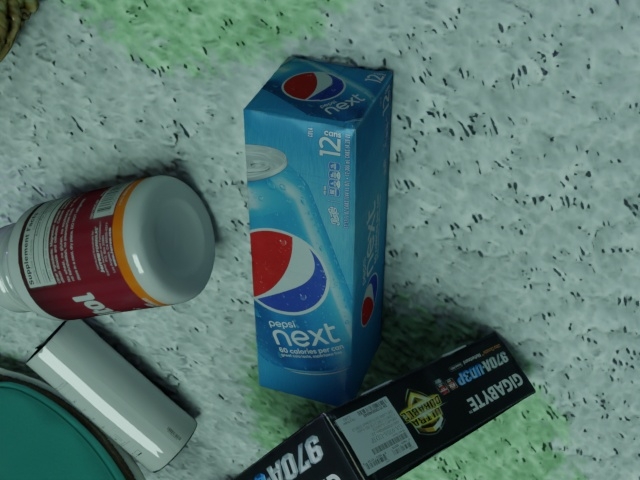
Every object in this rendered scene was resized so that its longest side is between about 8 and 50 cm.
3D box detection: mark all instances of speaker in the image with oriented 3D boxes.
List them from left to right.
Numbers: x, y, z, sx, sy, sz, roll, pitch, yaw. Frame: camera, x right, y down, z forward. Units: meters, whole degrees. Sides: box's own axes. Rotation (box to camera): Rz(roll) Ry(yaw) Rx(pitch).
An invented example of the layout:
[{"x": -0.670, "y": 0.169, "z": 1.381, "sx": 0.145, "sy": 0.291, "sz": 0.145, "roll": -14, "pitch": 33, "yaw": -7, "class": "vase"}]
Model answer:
[{"x": -0.165, "y": 0.120, "z": 0.774, "sx": 0.136, "sy": 0.055, "sz": 0.055, "roll": 43, "pitch": 130, "yaw": -10, "class": "speaker"}]

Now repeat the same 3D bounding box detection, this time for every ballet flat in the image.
[{"x": -0.303, "y": 0.171, "z": 0.842, "sx": 0.400, "sy": 0.139, "sz": 0.139, "roll": 23, "pitch": 130, "yaw": 13, "class": "ballet flat"}]

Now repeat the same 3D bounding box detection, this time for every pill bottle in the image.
[{"x": -0.155, "y": 0.009, "z": 0.667, "sx": 0.152, "sy": 0.086, "sz": 0.086, "roll": -10, "pitch": 119, "yaw": 31, "class": "pill bottle"}]

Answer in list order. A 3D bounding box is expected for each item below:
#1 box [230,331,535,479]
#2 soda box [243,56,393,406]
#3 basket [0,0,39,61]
[{"x": 0.009, "y": 0.150, "z": 0.638, "sx": 0.220, "sy": 0.175, "sz": 0.051, "roll": -43, "pitch": 71, "yaw": 39, "class": "box"}, {"x": 0.000, "y": 0.000, "z": 0.599, "sx": 0.067, "sy": 0.071, "sz": 0.210, "roll": 11, "pitch": 128, "yaw": 16, "class": "soda box"}, {"x": -0.360, "y": -0.157, "z": 0.549, "sx": 0.213, "sy": 0.223, "sz": 0.299, "roll": -28, "pitch": 110, "yaw": 37, "class": "basket"}]
